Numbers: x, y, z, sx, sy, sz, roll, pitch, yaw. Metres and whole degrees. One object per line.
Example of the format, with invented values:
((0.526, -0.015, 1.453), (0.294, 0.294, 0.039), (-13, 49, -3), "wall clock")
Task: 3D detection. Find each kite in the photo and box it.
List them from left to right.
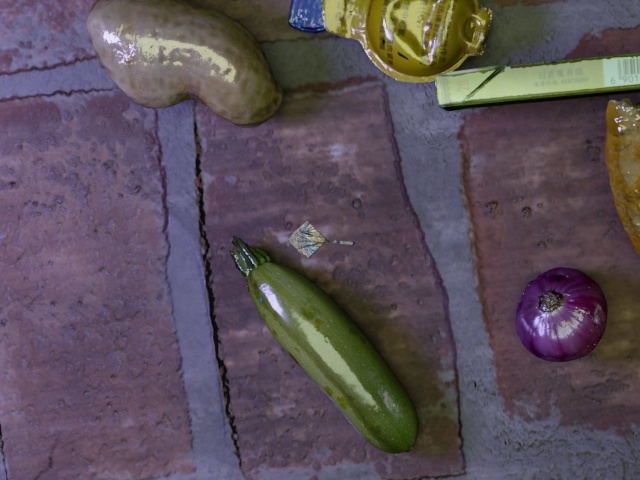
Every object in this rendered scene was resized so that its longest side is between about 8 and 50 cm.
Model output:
((-0.002, 0.006, 1.899), (0.078, 0.002, 0.044), (25, 98, 5), "kite")

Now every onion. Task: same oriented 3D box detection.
((0.289, 0.091, 1.826), (0.115, 0.115, 0.104), (-42, 133, 9), "onion")

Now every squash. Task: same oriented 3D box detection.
((0.003, 0.123, 1.865), (0.094, 0.094, 0.341), (-40, 88, 9), "squash")

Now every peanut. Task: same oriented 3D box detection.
((-0.163, -0.218, 1.845), (0.253, 0.122, 0.137), (15, 97, 1), "peanut")

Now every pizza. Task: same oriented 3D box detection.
((0.470, -0.086, 1.779), (0.287, 0.075, 0.280), (-22, 119, -9), "pizza")

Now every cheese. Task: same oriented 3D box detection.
((0.082, -0.272, 1.834), (0.250, 0.064, 0.157), (14, 96, 16), "cheese")

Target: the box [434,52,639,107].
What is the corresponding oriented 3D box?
((0.291, -0.184, 1.756), (0.311, 0.173, 0.043), (-5, 93, 8), "box")
